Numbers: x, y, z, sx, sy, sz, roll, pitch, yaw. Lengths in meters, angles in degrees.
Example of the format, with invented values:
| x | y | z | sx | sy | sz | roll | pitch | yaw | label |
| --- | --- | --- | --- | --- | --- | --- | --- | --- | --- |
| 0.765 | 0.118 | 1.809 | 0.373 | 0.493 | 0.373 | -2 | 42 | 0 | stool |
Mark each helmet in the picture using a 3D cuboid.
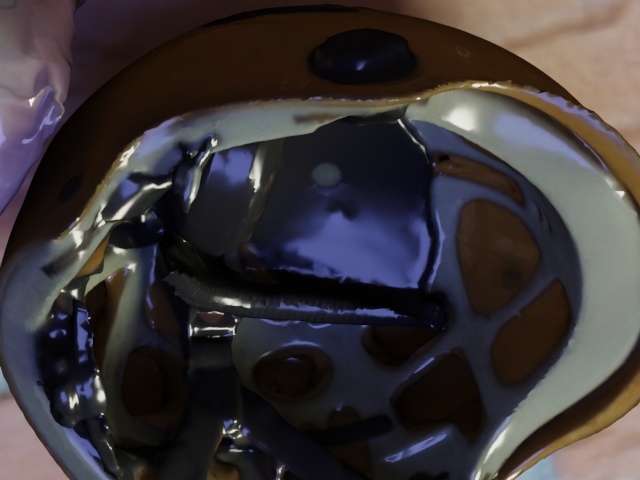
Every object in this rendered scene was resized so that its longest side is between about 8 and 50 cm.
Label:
| x | y | z | sx | sy | sz | roll | pitch | yaw | label |
| --- | --- | --- | --- | --- | --- | --- | --- | --- | --- |
| 0.000 | 0.000 | 0.655 | 0.224 | 0.130 | 0.198 | -12 | 130 | -2 | helmet |

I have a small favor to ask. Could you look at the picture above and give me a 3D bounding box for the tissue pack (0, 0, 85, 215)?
| x | y | z | sx | sy | sz | roll | pitch | yaw | label |
| --- | --- | --- | --- | --- | --- | --- | --- | --- | --- |
| -0.236 | -0.056 | 0.620 | 0.271 | 0.124 | 0.201 | 27 | 124 | -17 | tissue pack |
